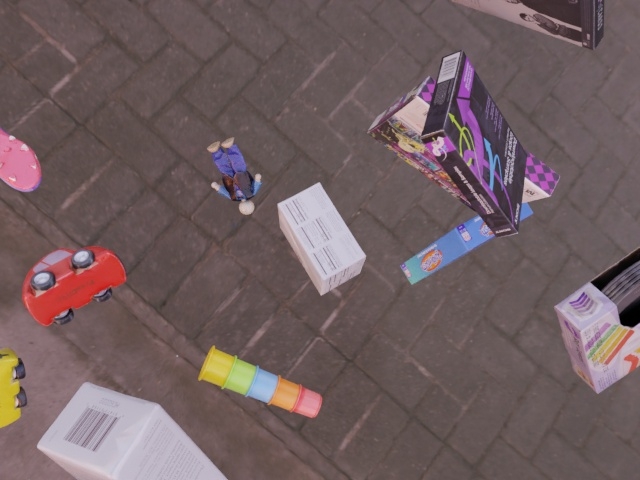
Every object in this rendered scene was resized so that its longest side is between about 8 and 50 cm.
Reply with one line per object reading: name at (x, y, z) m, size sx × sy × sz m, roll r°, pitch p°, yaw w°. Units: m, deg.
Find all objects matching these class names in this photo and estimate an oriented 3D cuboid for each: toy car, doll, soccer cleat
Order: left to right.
toy car at (-0.332, 0.070, 0.557) m, size 0.239 × 0.225 × 0.053 m, roll -52°, pitch 53°, yaw 6°
soccer cleat at (-0.647, -0.173, 1.227) m, size 0.248 × 0.095 × 0.083 m, roll 39°, pitch 62°, yaw 16°
doll at (-0.206, -0.147, 1.440) m, size 0.129 × 0.046 × 0.189 m, roll -13°, pitch 117°, yaw 17°

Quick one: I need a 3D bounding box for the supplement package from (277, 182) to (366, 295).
supplement package at (0.000, 0.000, 1.790) m, size 0.145 × 0.204 × 0.262 m, roll -28°, pitch 76°, yaw -10°

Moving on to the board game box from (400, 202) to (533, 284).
board game box at (0.257, 0.001, 1.084) m, size 0.160 × 0.210 × 0.047 m, roll -26°, pitch 81°, yaw -24°

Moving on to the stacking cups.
stacking cups at (-0.152, 0.373, 1.548) m, size 0.316 × 0.096 × 0.096 m, roll 25°, pitch 75°, yaw -11°

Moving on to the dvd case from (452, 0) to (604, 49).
dvd case at (0.250, -0.344, 0.781) m, size 0.238 × 0.179 × 0.030 m, roll 34°, pitch 90°, yaw 29°

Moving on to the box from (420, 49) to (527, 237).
box at (0.164, -0.096, 0.616) m, size 0.162 × 0.029 × 0.116 m, roll 44°, pitch 50°, yaw -35°

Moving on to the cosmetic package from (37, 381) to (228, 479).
cosmetic package at (-0.365, 0.517, 1.311) m, size 0.230 × 0.453 × 0.162 m, roll 6°, pitch 48°, yaw 31°

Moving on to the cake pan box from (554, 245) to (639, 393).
cake pan box at (0.518, 0.113, 0.983) m, size 0.245 × 0.267 × 0.070 m, roll -36°, pitch 45°, yaw 0°

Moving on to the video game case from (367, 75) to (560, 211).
video game case at (0.200, -0.130, 0.891) m, size 0.232 × 0.210 × 0.042 m, roll 34°, pitch 80°, yaw -9°
